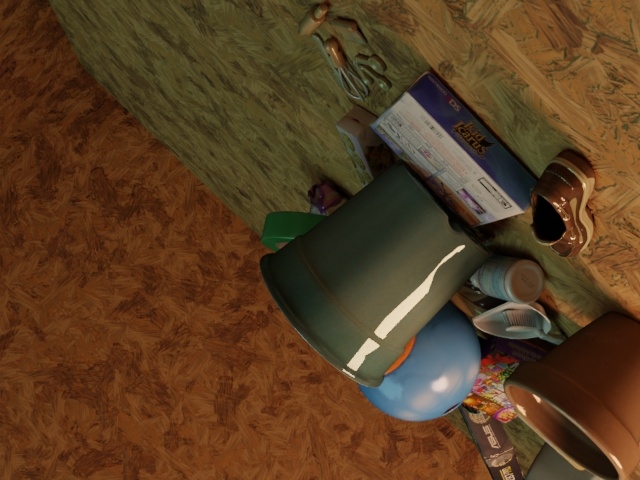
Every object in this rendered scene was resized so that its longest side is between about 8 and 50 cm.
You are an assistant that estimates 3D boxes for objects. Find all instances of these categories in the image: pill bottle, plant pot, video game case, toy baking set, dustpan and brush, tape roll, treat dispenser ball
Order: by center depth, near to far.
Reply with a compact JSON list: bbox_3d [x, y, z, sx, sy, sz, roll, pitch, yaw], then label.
[{"bbox_3d":[0.224,-0.145,1.431,0.269,0.061,0.244,45,168,-4],"label":"video game case"},{"bbox_3d":[0.496,0.260,1.484,0.263,0.229,0.263,43,168,11],"label":"plant pot"},{"bbox_3d":[0.033,-0.332,1.518,0.197,0.030,0.256,47,168,-14],"label":"toy baking set"},{"bbox_3d":[0.121,0.047,1.611,0.341,0.334,0.341,45,-168,-13],"label":"plant pot"},{"bbox_3d":[0.363,0.073,1.654,0.087,0.087,0.160,48,169,-17],"label":"pill bottle"},{"bbox_3d":[0.441,0.181,1.744,0.211,0.060,0.147,11,152,-32],"label":"dustpan and brush"},{"bbox_3d":[0.210,0.255,1.860,0.288,0.288,0.288,43,168,11],"label":"treat dispenser ball"},{"bbox_3d":[0.000,0.000,2.297,0.321,0.077,0.321,10,170,2],"label":"tape roll"},{"bbox_3d":[0.713,0.732,2.346,0.247,0.252,0.248,50,167,-22],"label":"plant pot"}]

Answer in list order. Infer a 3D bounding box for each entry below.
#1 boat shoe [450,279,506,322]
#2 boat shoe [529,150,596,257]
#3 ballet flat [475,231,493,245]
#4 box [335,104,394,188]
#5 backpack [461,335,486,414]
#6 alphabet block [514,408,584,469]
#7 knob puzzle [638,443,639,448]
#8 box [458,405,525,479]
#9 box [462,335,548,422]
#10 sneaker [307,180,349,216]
[{"bbox_3d":[0.271,0.036,1.836,0.342,0.123,0.123,40,136,28],"label":"boat shoe"},{"bbox_3d":[0.354,-0.034,1.279,0.095,0.095,0.257,38,167,31],"label":"boat shoe"},{"bbox_3d":[0.317,0.003,1.696,0.041,0.041,0.114,43,168,7],"label":"ballet flat"},{"bbox_3d":[0.117,-0.154,1.774,0.067,0.063,0.324,39,167,34],"label":"box"},{"bbox_3d":[0.425,0.354,2.185,0.144,0.188,0.166,1,-173,-25],"label":"backpack"},{"bbox_3d":[0.538,0.334,1.713,0.193,0.192,0.197,40,169,14],"label":"alphabet block"},{"bbox_3d":[0.679,0.407,1.872,0.213,0.030,0.213,43,169,11],"label":"knob puzzle"},{"bbox_3d":[0.461,0.505,2.440,0.318,0.097,0.395,65,-177,-52],"label":"box"},{"bbox_3d":[0.427,0.326,1.965,0.201,0.057,0.293,24,146,-8],"label":"box"},{"bbox_3d":[0.005,-0.105,2.296,0.104,0.095,0.236,52,163,-2],"label":"sneaker"}]
